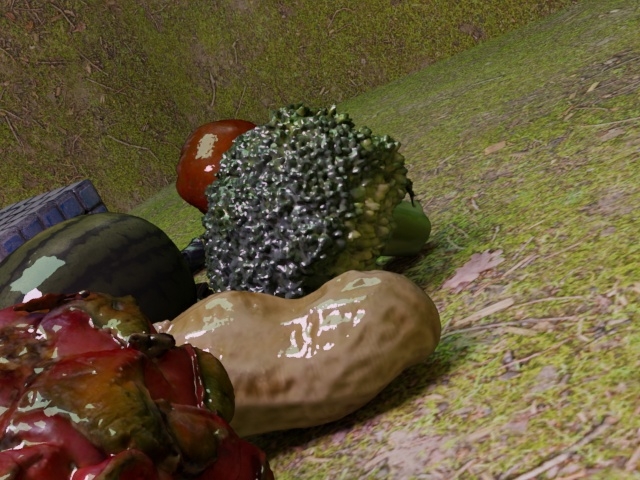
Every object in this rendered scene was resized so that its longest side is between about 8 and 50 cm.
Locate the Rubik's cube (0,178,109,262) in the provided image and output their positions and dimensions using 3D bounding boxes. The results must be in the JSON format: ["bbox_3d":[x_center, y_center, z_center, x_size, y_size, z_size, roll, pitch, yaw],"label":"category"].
[{"bbox_3d":[-0.481,0.064,1.372,0.238,0.237,0.237,-16,21,31],"label":"Rubik's cube"}]

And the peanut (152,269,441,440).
[{"bbox_3d":[-0.042,0.112,0.789,0.325,0.153,0.140,-19,5,9],"label":"peanut"}]

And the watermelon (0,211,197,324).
[{"bbox_3d":[-0.330,0.113,1.118,0.279,0.278,0.359,-18,15,38],"label":"watermelon"}]

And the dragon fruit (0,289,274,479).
[{"bbox_3d":[-0.157,0.218,0.523,0.263,0.296,0.314,28,47,32],"label":"dragon fruit"}]

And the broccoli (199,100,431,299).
[{"bbox_3d":[-0.012,0.010,1.027,0.375,0.302,0.249,-52,19,41],"label":"broccoli"}]

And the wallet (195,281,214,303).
[{"bbox_3d":[-0.326,0.161,1.381,0.262,0.071,0.221,-19,16,14],"label":"wallet"}]

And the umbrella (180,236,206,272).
[{"bbox_3d":[-0.329,0.078,1.676,0.224,0.071,0.080,-41,-18,-22],"label":"umbrella"}]

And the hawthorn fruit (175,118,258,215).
[{"bbox_3d":[-0.238,-0.185,2.024,0.284,0.284,0.284,-27,14,7],"label":"hawthorn fruit"}]
